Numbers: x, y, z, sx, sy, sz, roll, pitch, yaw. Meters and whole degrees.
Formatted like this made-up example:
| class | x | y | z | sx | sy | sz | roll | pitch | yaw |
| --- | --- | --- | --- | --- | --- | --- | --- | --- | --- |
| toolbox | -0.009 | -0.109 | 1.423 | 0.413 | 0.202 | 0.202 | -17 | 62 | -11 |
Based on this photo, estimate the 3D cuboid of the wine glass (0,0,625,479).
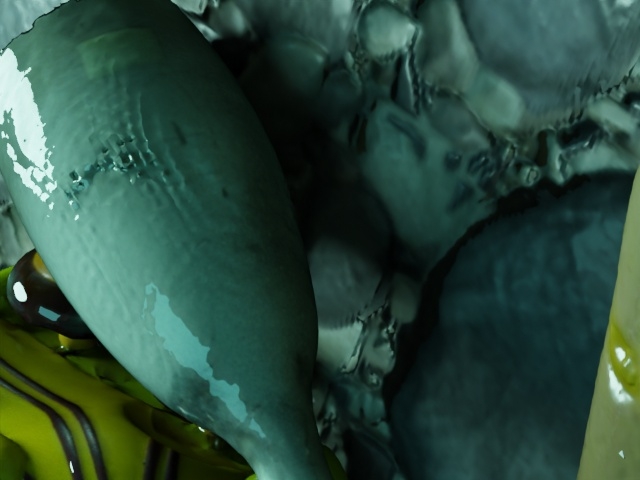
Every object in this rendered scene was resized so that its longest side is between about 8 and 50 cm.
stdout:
| class | x | y | z | sx | sy | sz | roll | pitch | yaw |
| --- | --- | --- | --- | --- | --- | --- | --- | --- | --- |
| wine glass | 0.000 | 0.000 | 0.594 | 0.310 | 0.096 | 0.264 | 62 | 149 | 29 |

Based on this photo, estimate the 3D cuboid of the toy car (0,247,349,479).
| class | x | y | z | sx | sy | sz | roll | pitch | yaw |
| --- | --- | --- | --- | --- | --- | --- | --- | --- | --- |
| toy car | -0.104 | 0.120 | 0.779 | 0.248 | 0.142 | 0.200 | 25 | 124 | 37 |

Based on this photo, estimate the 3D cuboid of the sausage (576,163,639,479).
| class | x | y | z | sx | sy | sz | roll | pitch | yaw |
| --- | --- | --- | --- | --- | --- | --- | --- | --- | --- |
| sausage | 0.103 | 0.095 | 0.618 | 0.065 | 0.065 | 0.301 | 31 | 126 | 33 |
